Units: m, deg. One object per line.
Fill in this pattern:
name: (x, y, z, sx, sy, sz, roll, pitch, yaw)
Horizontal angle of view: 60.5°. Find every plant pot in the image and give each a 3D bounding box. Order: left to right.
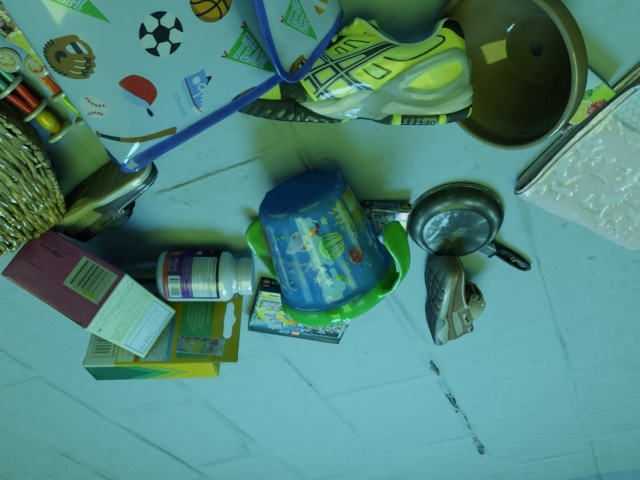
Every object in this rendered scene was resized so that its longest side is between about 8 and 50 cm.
plant pot: (0.284, -0.259, 0.789, 0.110, 0.237, 0.237, -31, 144, -28)

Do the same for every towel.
towel: (0.583, -0.131, 1.001, 0.332, 0.053, 0.317, 21, 132, -20)

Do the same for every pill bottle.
pill bottle: (-0.239, 0.076, 1.164, 0.194, 0.108, 0.108, 0, 136, -1)

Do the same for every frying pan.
frying pan: (0.305, 0.008, 1.149, 0.197, 0.053, 0.326, -21, 130, 23)

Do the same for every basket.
basket: (-0.598, -0.150, 0.942, 0.213, 0.223, 0.299, -36, 134, -11)

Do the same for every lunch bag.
lunch bag: (-0.160, -0.320, 0.631, 0.385, 0.239, 0.327, -33, 139, -12)

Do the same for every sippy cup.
sippy cup: (0.000, 0.000, 1.014, 0.306, 0.240, 0.224, -18, 119, 9)

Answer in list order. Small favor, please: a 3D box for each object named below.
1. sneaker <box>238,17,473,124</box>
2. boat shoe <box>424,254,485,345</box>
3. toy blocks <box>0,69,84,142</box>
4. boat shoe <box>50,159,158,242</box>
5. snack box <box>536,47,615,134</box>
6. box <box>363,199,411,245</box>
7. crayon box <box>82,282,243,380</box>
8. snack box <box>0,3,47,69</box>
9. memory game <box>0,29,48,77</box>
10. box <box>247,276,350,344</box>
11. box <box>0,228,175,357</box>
sneaker: (0.032, -0.252, 0.826, 0.385, 0.145, 0.147, 2, 107, 10)
boat shoe: (0.299, 0.126, 1.217, 0.117, 0.123, 0.324, -12, 148, 2)
toy blocks: (-0.450, -0.240, 0.877, 0.123, 0.054, 0.148, -23, 131, 22)
boat shoe: (-0.392, -0.073, 1.022, 0.285, 0.102, 0.092, -25, 136, 28)
snack box: (0.389, -0.247, 0.888, 0.141, 0.037, 0.100, 27, 128, -25)
box: (0.132, -0.021, 1.118, 0.094, 0.027, 0.137, 6, 136, 7)
crayon box: (-0.330, 0.197, 1.215, 0.323, 0.203, 0.083, -2, 144, 1)
snack box: (-0.347, -0.330, 0.749, 0.174, 0.070, 0.207, -35, 129, 11)
memory game: (-0.425, -0.324, 0.786, 0.186, 0.012, 0.186, -7, 126, -10)
box: (-0.045, 0.171, 1.309, 0.233, 0.044, 0.159, 11, 135, -11)
box: (-0.438, 0.105, 1.070, 0.214, 0.117, 0.243, 26, 162, 18)
